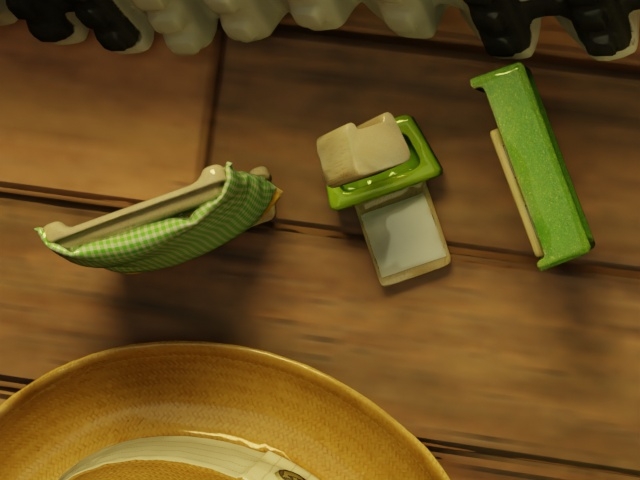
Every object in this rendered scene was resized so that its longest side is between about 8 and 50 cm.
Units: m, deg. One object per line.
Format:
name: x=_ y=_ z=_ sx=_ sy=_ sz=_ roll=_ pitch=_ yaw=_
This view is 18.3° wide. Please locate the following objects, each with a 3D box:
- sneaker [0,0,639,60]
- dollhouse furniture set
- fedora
sneaker: x=-0.022 y=-0.123 z=0.585 sx=0.292 sy=0.110 sz=0.118 roll=4 pitch=71 yaw=13
dollhouse furniture set: x=0.000 y=0.000 z=0.588 sx=0.151 sy=0.076 sz=0.058 roll=-19 pitch=88 yaw=9
fedora: x=-0.041 y=0.124 z=0.598 sx=0.194 sy=0.079 sz=0.194 roll=0 pitch=92 yaw=9
